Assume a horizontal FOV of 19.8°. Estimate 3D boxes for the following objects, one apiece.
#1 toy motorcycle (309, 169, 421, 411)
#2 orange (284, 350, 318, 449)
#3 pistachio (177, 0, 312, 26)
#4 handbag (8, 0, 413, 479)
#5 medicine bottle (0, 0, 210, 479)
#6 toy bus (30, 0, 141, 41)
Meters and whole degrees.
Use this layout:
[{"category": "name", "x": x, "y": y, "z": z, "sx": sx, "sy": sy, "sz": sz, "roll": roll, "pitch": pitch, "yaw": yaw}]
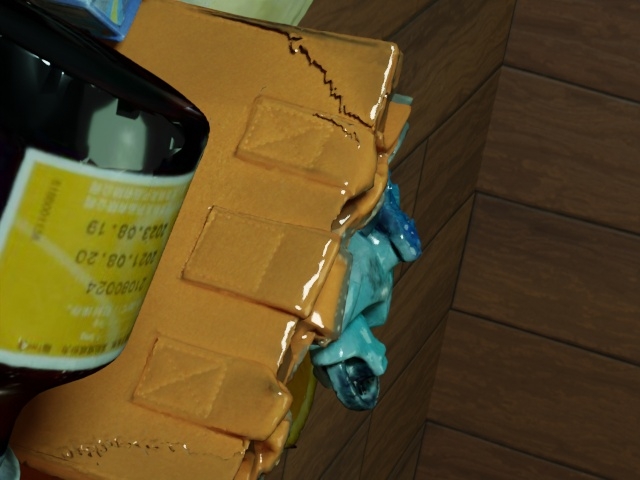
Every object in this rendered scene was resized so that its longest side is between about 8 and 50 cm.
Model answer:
[{"category": "toy motorcycle", "x": 0.000, "y": 0.000, "z": 1.556, "sx": 0.206, "sy": 0.154, "sz": 0.260, "roll": 53, "pitch": 28, "yaw": -47}, {"category": "orange", "x": -0.079, "y": 0.034, "z": 1.679, "sx": 0.274, "sy": 0.310, "sz": 0.274, "roll": -41, "pitch": -168, "yaw": 11}, {"category": "pistachio", "x": -0.072, "y": -0.245, "z": 1.587, "sx": 0.229, "sy": 0.157, "sz": 0.157, "roll": -70, "pitch": 167, "yaw": 12}, {"category": "handbag", "x": -0.121, "y": 0.009, "z": 1.390, "sx": 0.116, "sy": 0.303, "sz": 0.410, "roll": 74, "pitch": 34, "yaw": -60}, {"category": "medicine bottle", "x": -0.246, "y": 0.042, "z": 1.140, "sx": 0.395, "sy": 0.242, "sz": 0.242, "roll": -62, "pitch": 168, "yaw": 13}, {"category": "toy bus", "x": -0.150, "y": -0.275, "z": 1.414, "sx": 0.094, "sy": 0.079, "sz": 0.236, "roll": 45, "pitch": 62, "yaw": -72}]
